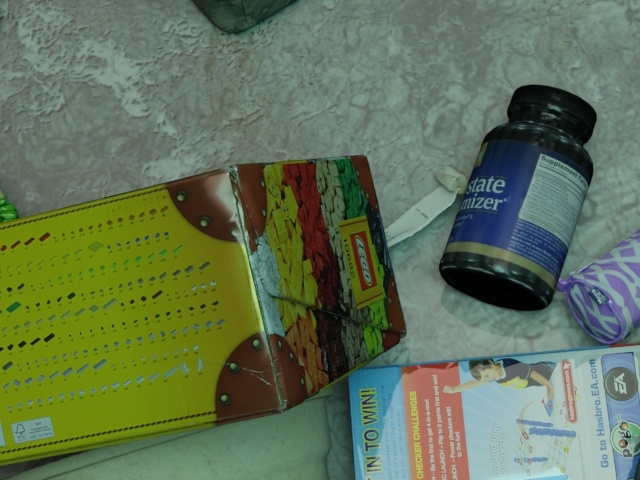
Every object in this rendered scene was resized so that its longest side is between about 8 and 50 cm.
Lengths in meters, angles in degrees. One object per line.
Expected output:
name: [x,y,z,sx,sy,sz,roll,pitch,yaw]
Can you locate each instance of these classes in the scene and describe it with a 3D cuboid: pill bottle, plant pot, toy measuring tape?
pill bottle: [0.214,-0.046,1.467,0.123,0.123,0.219,17,74,11]
plant pot: [-0.104,0.325,1.304,0.334,0.334,0.305,-17,83,0]
toy measuring tape: [0.000,0.000,1.471,0.330,0.121,0.121,-38,72,-3]

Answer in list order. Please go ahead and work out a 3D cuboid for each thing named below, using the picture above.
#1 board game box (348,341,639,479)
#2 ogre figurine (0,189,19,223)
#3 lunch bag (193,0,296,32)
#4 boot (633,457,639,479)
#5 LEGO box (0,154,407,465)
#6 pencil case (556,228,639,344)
board game box: [0.189,0.270,1.387,0.302,0.086,0.308,-5,72,5]
ogre figurine: [-0.428,-0.059,1.553,0.118,0.097,0.197,-32,83,-17]
lunch bag: [-0.052,-0.417,1.543,0.305,0.256,0.212,-31,72,-5]
boot: [0.430,0.309,1.275,0.338,0.118,0.222,14,72,12]
LEGO box: [-0.217,0.072,1.266,0.500,0.372,0.193,-13,91,17]
pencil case: [0.338,0.021,1.433,0.206,0.086,0.088,-34,62,-23]
